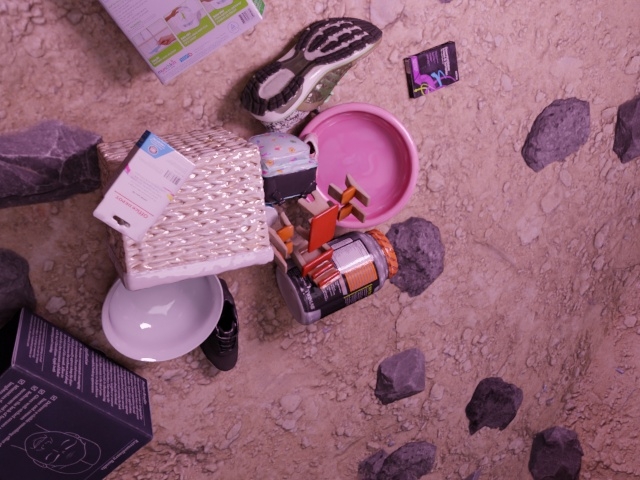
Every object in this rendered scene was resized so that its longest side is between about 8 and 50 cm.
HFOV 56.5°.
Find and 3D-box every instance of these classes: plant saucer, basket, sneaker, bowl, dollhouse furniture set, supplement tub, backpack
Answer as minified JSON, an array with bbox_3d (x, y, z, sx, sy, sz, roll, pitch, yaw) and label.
[{"bbox_3d":[0.091,-0.199,1.577,0.332,0.084,0.332,2,108,6],"label":"plant saucer"},{"bbox_3d":[-0.318,-0.087,1.336,0.331,0.328,0.267,-13,113,-22],"label":"basket"},{"bbox_3d":[-0.014,-0.406,1.500,0.410,0.158,0.182,-38,155,-11],"label":"sneaker"},{"bbox_3d":[-0.406,0.146,1.502,0.297,0.134,0.298,-12,118,-24],"label":"bowl"},{"bbox_3d":[-0.030,-0.201,1.509,0.051,0.070,0.134,5,110,3],"label":"sneaker"},{"bbox_3d":[0.000,0.000,1.482,0.262,0.135,0.259,-32,156,-22],"label":"dollhouse furniture set"},{"bbox_3d":[0.048,0.095,1.695,0.316,0.193,0.194,-23,121,-18],"label":"supplement tub"},{"bbox_3d":[-0.115,-0.182,1.444,0.165,0.188,0.144,-20,122,-30],"label":"backpack"},{"bbox_3d":[-0.271,0.251,1.629,0.109,0.130,0.286,-18,120,-23],"label":"sneaker"}]

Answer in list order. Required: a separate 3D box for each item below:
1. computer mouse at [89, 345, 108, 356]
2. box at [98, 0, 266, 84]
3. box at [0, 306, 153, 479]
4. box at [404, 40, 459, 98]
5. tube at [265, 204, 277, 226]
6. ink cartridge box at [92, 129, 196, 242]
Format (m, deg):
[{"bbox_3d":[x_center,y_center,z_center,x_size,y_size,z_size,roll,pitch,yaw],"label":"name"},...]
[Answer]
[{"bbox_3d":[-0.623,0.288,1.504,0.193,0.042,0.106,32,93,-35],"label":"computer mouse"},{"bbox_3d":[-0.284,-0.495,1.216,0.262,0.127,0.231,-28,119,16],"label":"box"},{"bbox_3d":[-0.647,0.403,1.411,0.293,0.212,0.395,-40,125,7],"label":"box"},{"bbox_3d":[0.317,-0.482,1.682,0.162,0.029,0.116,-26,122,-18],"label":"box"},{"bbox_3d":[-0.152,-0.094,1.492,0.052,0.207,0.080,9,109,-19],"label":"tube"},{"bbox_3d":[-0.329,-0.100,1.104,0.104,0.061,0.181,37,88,-29],"label":"ink cartridge box"}]
